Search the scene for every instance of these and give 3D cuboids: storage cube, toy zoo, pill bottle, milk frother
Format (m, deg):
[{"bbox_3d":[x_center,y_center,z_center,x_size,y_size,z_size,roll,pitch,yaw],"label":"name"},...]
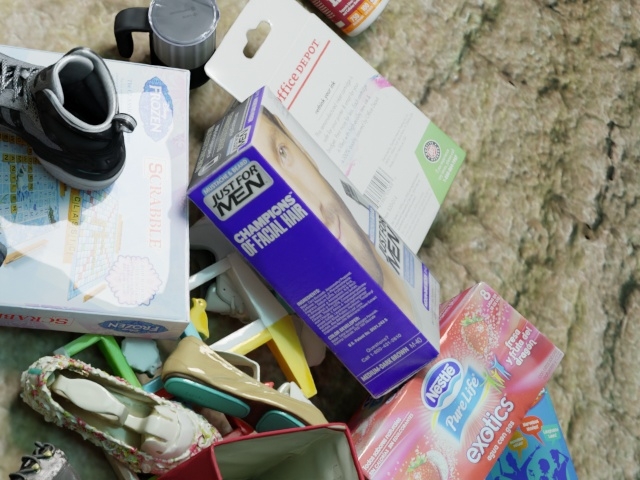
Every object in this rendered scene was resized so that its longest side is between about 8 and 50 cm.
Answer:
[{"bbox_3d":[-0.070,0.318,1.786,0.215,0.193,0.183,-4,68,-41],"label":"storage cube"},{"bbox_3d":[-0.135,0.141,1.913,0.293,0.030,0.192,-28,88,-24],"label":"toy zoo"},{"bbox_3d":[0.015,-0.352,2.267,0.152,0.086,0.086,40,52,-14],"label":"pill bottle"},{"bbox_3d":[-0.178,-0.213,2.029,0.129,0.135,0.143,-15,74,-8],"label":"milk frother"}]

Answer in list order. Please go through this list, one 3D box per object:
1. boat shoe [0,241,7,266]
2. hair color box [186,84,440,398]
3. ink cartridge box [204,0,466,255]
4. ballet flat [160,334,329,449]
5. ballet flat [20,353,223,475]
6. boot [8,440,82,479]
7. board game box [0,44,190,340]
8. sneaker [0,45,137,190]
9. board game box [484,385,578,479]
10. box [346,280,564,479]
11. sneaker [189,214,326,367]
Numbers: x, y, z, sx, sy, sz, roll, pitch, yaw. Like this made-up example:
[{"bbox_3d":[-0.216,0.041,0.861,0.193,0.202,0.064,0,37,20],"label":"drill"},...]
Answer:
[{"bbox_3d":[-0.415,0.005,1.726,0.183,0.065,0.083,27,53,-10],"label":"boat shoe"},{"bbox_3d":[0.000,0.000,1.966,0.339,0.110,0.185,46,20,-17],"label":"hair color box"},{"bbox_3d":[-0.006,-0.136,2.130,0.353,0.119,0.207,41,50,-15],"label":"ink cartridge box"},{"bbox_3d":[-0.064,0.175,1.875,0.232,0.080,0.073,29,54,-13],"label":"ballet flat"},{"bbox_3d":[-0.209,0.194,1.814,0.241,0.077,0.091,23,74,-13],"label":"ballet flat"},{"bbox_3d":[-0.343,0.287,1.718,0.263,0.091,0.229,54,48,-17],"label":"boot"},{"bbox_3d":[-0.304,-0.058,1.866,0.318,0.066,0.318,7,65,-18],"label":"board game box"},{"bbox_3d":[-0.312,-0.166,1.782,0.268,0.153,0.101,31,59,-5],"label":"sneaker"},{"bbox_3d":[0.242,0.262,2.176,0.160,0.047,0.210,-8,74,-37],"label":"board game box"},{"bbox_3d":[0.137,0.214,2.018,0.142,0.154,0.300,42,62,-7],"label":"box"},{"bbox_3d":[-0.088,0.068,2.011,0.115,0.090,0.232,-37,89,-29],"label":"sneaker"}]
